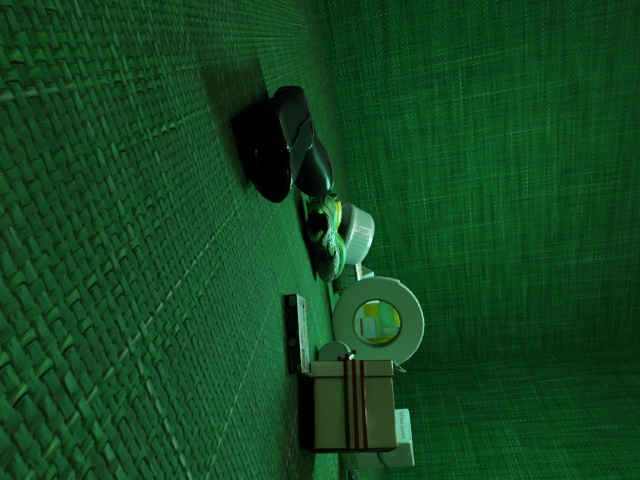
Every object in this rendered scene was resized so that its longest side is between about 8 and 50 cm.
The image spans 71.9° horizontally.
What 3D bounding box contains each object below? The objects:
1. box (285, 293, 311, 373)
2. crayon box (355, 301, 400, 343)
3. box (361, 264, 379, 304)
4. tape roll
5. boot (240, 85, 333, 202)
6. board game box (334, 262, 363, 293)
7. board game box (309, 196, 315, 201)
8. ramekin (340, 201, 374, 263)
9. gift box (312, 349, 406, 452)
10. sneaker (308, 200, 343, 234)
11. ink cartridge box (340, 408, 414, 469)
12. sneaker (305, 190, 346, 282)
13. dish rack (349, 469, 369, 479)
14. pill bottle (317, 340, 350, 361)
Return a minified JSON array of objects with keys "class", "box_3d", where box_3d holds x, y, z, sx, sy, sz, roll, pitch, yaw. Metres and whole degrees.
[{"class":"box","box_3d":[-0.060,0.258,1.210,0.114,0.036,0.207,56,27,-69]},{"class":"crayon box","box_3d":[0.242,0.389,2.021,0.203,0.323,0.083,-88,166,-46]},{"class":"box","box_3d":[0.196,0.234,2.277,0.182,0.119,0.181,31,-42,61]},{"class":"tape roll","box_3d":[0.242,0.345,1.873,0.072,0.392,0.392,-9,91,-80]},{"class":"boot","box_3d":[-0.070,-0.212,1.195,0.445,0.146,0.367,-86,156,-64]},{"class":"board game box","box_3d":[0.125,0.155,2.059,0.045,0.146,0.193,-18,103,-50]},{"class":"board game box","box_3d":[-0.011,-0.261,1.874,0.305,0.053,0.193,-85,165,-53]},{"class":"ramekin","box_3d":[0.128,-0.018,1.902,0.273,0.127,0.273,-162,-90,-75]},{"class":"gift box","box_3d":[0.109,0.468,1.273,0.255,0.276,0.258,99,-10,-61]},{"class":"sneaker","box_3d":[0.029,-0.088,1.765,0.217,0.121,0.079,70,14,-51]},{"class":"ink cartridge box","box_3d":[0.220,0.774,1.724,0.198,0.273,0.115,-68,148,-71]},{"class":"sneaker","box_3d":[0.000,0.000,1.611,0.146,0.134,0.343,-35,124,-51]},{"class":"dish rack","box_3d":[0.168,0.931,1.896,0.271,0.074,0.208,-87,165,-47]},{"class":"pill bottle","box_3d":[0.065,0.454,1.548,0.117,0.117,0.208,-88,166,-45]}]
